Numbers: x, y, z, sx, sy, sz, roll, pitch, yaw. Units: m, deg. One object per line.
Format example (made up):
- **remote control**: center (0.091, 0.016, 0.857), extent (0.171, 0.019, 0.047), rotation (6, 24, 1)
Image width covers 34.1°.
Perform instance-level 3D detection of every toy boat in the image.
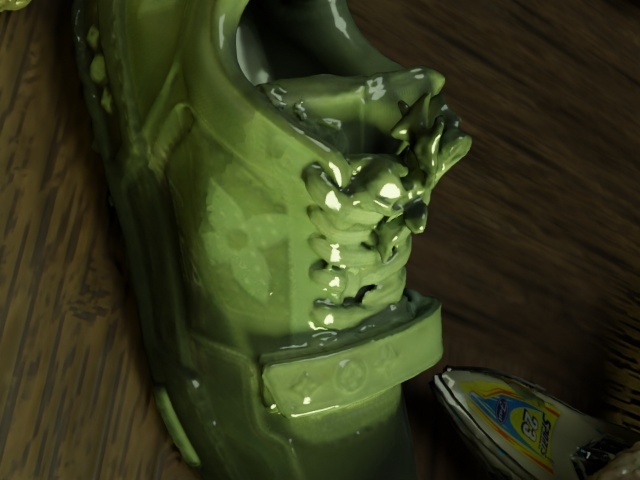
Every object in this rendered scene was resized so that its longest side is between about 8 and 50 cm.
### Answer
- **toy boat**: center (0.132, 0.122, 0.546), extent (0.210, 0.066, 0.084), rotation (35, 53, -24)

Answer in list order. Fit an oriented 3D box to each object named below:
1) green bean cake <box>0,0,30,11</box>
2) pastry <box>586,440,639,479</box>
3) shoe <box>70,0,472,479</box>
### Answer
- **green bean cake**: center (-0.139, -0.197, 0.428), extent (0.179, 0.085, 0.109), rotation (55, 49, -11)
- **pastry**: center (0.086, 0.182, 0.438), extent (0.265, 0.112, 0.103), rotation (-26, 78, -33)
- **shoe**: center (0.002, -0.001, 0.421), extent (0.109, 0.149, 0.292), rotation (-24, 94, -46)
